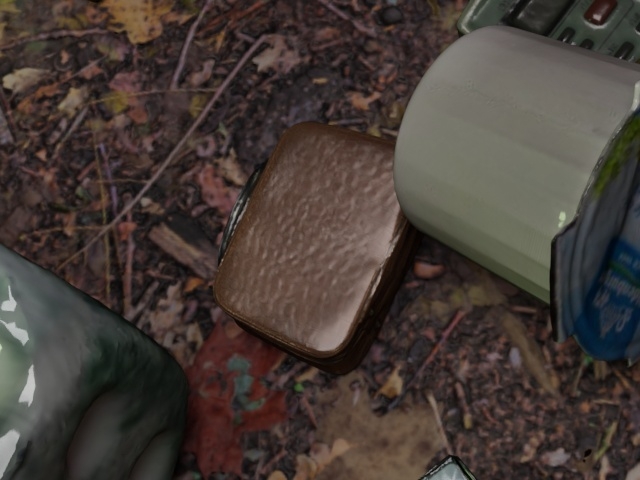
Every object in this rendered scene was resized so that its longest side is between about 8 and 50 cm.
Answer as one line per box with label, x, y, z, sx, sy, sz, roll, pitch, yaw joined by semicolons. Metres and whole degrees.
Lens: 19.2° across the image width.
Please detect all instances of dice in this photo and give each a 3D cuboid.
dice;-0.323;0.157;1.451;0.328;0.348;0.330;25;81;18

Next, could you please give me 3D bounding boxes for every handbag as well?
handbag;0.000;0.000;1.575;0.151;0.072;0.193;23;80;19

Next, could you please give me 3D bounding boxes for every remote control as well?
remote control;0.257;-0.148;1.581;0.285;0.038;0.123;36;83;21

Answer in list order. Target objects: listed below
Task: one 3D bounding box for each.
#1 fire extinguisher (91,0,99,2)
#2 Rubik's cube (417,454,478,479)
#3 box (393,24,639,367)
fire extinguisher;-0.183;-0.262;1.725;0.046;0.032;0.100;21;84;30
Rubik's cube;0.097;0.276;1.417;0.155;0.151;0.154;-39;69;-1
box;0.192;-0.077;1.462;0.206;0.262;0.291;25;95;34
